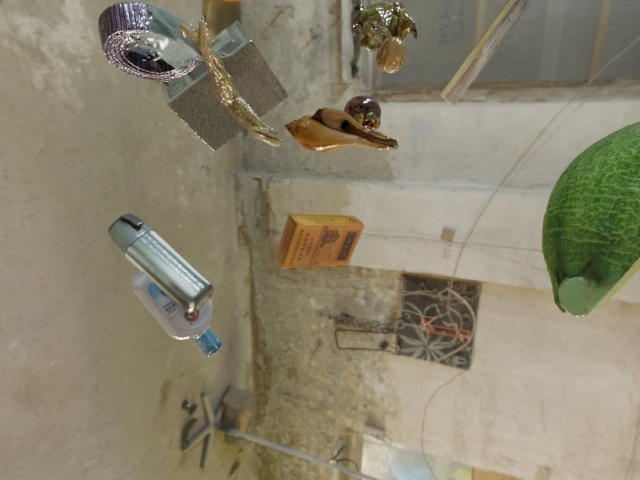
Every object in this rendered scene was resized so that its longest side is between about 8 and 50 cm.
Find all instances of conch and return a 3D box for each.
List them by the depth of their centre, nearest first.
[{"bbox_3d":[0.045,-0.265,1.015,0.093,0.330,0.109,6,99,-66],"label":"conch"}]

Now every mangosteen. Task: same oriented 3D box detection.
[{"bbox_3d":[0.201,-0.583,1.913,0.200,0.200,0.200,6,90,-69],"label":"mangosteen"}]

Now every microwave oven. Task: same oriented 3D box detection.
[{"bbox_3d":[-0.428,-0.680,1.798,0.374,0.432,0.236,47,11,-50],"label":"microwave oven"}]

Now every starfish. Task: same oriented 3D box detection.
[{"bbox_3d":[-0.254,-0.426,1.095,0.432,0.082,0.324,57,-1,-14],"label":"starfish"}]

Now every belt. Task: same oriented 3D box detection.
[{"bbox_3d":[-0.540,-0.622,1.292,0.325,0.260,0.122,7,71,-76],"label":"belt"}]

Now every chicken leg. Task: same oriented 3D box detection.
[{"bbox_3d":[0.212,-0.668,1.307,0.361,0.211,0.140,-93,-178,-48],"label":"chicken leg"}]

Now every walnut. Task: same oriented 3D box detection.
[{"bbox_3d":[0.198,-0.516,1.132,0.079,0.082,0.096,-93,-153,-66],"label":"walnut"}]

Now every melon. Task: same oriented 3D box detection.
[{"bbox_3d":[0.381,-0.048,0.494,0.323,0.196,0.124,-37,108,-23],"label":"melon"}]

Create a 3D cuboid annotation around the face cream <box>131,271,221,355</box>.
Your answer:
[{"bbox_3d":[-0.409,0.208,1.223,0.163,0.080,0.336,-43,119,-33],"label":"face cream"}]

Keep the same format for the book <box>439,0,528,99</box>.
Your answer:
[{"bbox_3d":[0.525,-0.609,1.298,0.374,0.028,0.262,-55,168,25],"label":"book"}]

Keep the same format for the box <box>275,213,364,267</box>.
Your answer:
[{"bbox_3d":[0.000,0.000,1.391,0.274,0.076,0.174,0,125,-34],"label":"box"}]

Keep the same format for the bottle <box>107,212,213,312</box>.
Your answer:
[{"bbox_3d":[-0.338,0.043,0.862,0.079,0.254,0.096,-41,169,-52],"label":"bottle"}]
